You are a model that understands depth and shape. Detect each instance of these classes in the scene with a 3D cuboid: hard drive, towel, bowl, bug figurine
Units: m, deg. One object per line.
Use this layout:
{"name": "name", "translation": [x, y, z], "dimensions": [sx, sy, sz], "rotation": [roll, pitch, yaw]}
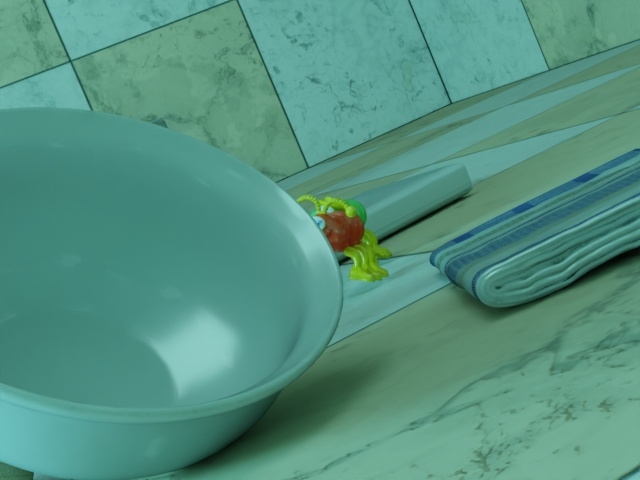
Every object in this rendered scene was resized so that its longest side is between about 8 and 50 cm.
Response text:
{"name": "hard drive", "translation": [0.000, 0.000, 1.546], "dimensions": [0.307, 0.040, 0.203], "rotation": [-27, 7, -35]}
{"name": "towel", "translation": [0.185, -0.014, 0.981], "dimensions": [0.209, 0.034, 0.285], "rotation": [-25, 4, -1]}
{"name": "bowl", "translation": [-0.145, 0.050, 0.849], "dimensions": [0.298, 0.298, 0.134], "rotation": [-29, -34, -49]}
{"name": "bug figurine", "translation": [-0.059, -0.018, 1.277], "dimensions": [0.279, 0.072, 0.216], "rotation": [6, 7, 20]}

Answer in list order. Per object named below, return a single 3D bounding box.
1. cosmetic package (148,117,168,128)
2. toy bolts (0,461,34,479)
{"name": "cosmetic package", "translation": [-0.269, -0.059, 2.193], "dimensions": [0.107, 0.238, 0.127], "rotation": [-23, 8, 31]}
{"name": "toy bolts", "translation": [-0.212, 0.128, 0.987], "dimensions": [0.228, 0.158, 0.218], "rotation": [-38, -28, -31]}
